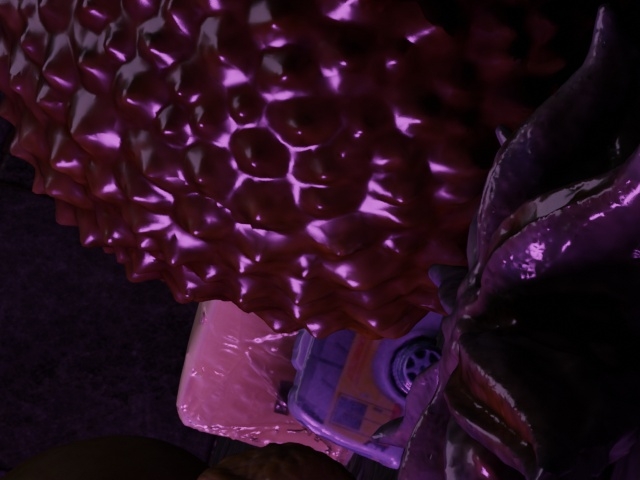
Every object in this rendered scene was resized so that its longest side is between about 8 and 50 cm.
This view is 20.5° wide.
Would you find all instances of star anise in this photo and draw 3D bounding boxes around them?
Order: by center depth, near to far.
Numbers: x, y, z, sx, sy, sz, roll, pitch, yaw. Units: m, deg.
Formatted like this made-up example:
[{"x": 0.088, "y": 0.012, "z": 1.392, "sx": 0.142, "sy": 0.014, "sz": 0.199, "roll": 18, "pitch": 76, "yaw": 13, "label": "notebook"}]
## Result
[{"x": 0.066, "y": 0.032, "z": 0.517, "sx": 0.180, "sy": 0.061, "sz": 0.205, "roll": 129, "pitch": 158, "yaw": -77, "label": "star anise"}]

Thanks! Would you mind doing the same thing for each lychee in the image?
[{"x": -0.004, "y": -0.097, "z": 0.711, "sx": 0.267, "sy": 0.267, "sz": 0.268, "roll": -162, "pitch": 90, "yaw": -86, "label": "lychee"}]

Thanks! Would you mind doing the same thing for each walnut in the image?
[{"x": -0.021, "y": 0.157, "z": 0.934, "sx": 0.124, "sy": 0.105, "sz": 0.105, "roll": 151, "pitch": 136, "yaw": -76, "label": "walnut"}]

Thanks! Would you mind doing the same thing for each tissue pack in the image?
[{"x": 0.000, "y": 0.000, "z": 1.105, "sx": 0.234, "sy": 0.125, "sz": 0.159, "roll": -78, "pitch": 7, "yaw": -49, "label": "tissue pack"}]

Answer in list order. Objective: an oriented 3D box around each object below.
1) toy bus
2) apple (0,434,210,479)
[{"x": 0.038, "y": 0.014, "z": 0.885, "sx": 0.064, "sy": 0.075, "sz": 0.191, "roll": 152, "pitch": 136, "yaw": -83, "label": "toy bus"}, {"x": -0.161, "y": 0.278, "z": 1.388, "sx": 0.234, "sy": 0.256, "sz": 0.257, "roll": -19, "pitch": -47, "yaw": -57, "label": "apple"}]
